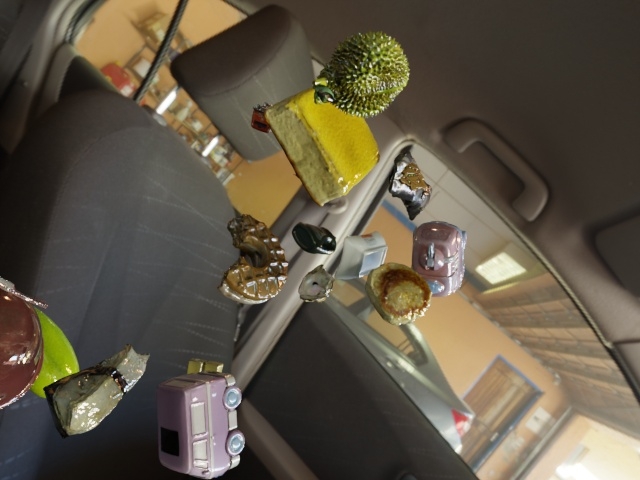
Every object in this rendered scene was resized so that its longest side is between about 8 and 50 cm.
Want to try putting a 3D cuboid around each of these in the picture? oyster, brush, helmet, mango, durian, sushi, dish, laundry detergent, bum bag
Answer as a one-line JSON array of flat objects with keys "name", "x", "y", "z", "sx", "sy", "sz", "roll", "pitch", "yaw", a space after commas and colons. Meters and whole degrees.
[{"name": "oyster", "x": -0.007, "y": 0.160, "z": 1.612, "sx": 0.163, "sy": 0.191, "sz": 0.081, "roll": -13, "pitch": -48, "yaw": 37}, {"name": "brush", "x": -0.386, "y": 0.501, "z": 1.426, "sx": 0.103, "sy": 0.233, "sz": 0.047, "roll": 9, "pitch": -4, "yaw": 7}, {"name": "helmet", "x": -0.881, "y": 0.232, "z": 1.157, "sx": 0.337, "sy": 0.230, "sz": 0.385, "roll": 17, "pitch": 43, "yaw": -34}, {"name": "mango", "x": -0.913, "y": 0.352, "z": 1.461, "sx": 0.343, "sy": 0.156, "sz": 0.192, "roll": 66, "pitch": -16, "yaw": -4}, {"name": "durian", "x": 0.085, "y": -0.340, "z": 0.929, "sx": 0.159, "sy": 0.198, "sz": 0.146, "roll": 30, "pitch": 40, "yaw": -49}, {"name": "sushi", "x": -0.523, "y": 0.359, "z": 1.121, "sx": 0.109, "sy": 0.273, "sz": 0.134, "roll": -18, "pitch": -83, "yaw": 42}, {"name": "dish", "x": 0.149, "y": 0.057, "z": 1.490, "sx": 0.077, "sy": 0.151, "sz": 0.212, "roll": 27, "pitch": 22, "yaw": 32}, {"name": "brush", "x": -0.722, "y": 0.077, "z": 0.963, "sx": 0.084, "sy": 0.071, "sz": 0.301, "roll": 32, "pitch": -15, "yaw": 40}, {"name": "laundry detergent", "x": 0.000, "y": 0.000, "z": 1.642, "sx": 0.144, "sy": 0.078, "sz": 0.221, "roll": 50, "pitch": 21, "yaw": 29}, {"name": "bum bag", "x": 0.313, "y": -0.177, "z": 1.546, "sx": 0.095, "sy": 0.144, "sz": 0.340, "roll": 23, "pitch": -8, "yaw": 32}]

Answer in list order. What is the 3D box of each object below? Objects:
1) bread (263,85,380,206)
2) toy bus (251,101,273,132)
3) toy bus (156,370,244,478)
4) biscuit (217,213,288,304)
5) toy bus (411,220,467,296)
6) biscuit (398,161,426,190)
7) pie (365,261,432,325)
[{"name": "bread", "x": 0.019, "y": -0.312, "z": 1.371, "sx": 0.143, "sy": 0.333, "sz": 0.324, "roll": -20, "pitch": -73, "yaw": 38}, {"name": "toy bus", "x": -0.167, "y": -0.392, "z": 1.433, "sx": 0.079, "sy": 0.077, "sz": 0.174, "roll": 20, "pitch": 21, "yaw": -1}, {"name": "toy bus", "x": -0.258, "y": 0.389, "z": 0.945, "sx": 0.142, "sy": 0.203, "sz": 0.142, "roll": -9, "pitch": -7, "yaw": 38}, {"name": "biscuit", "x": -0.247, "y": 0.081, "z": 1.691, "sx": 0.268, "sy": 0.115, "sz": 0.366, "roll": 35, "pitch": 41, "yaw": -30}, {"name": "toy bus", "x": 0.423, "y": 0.083, "z": 1.656, "sx": 0.197, "sy": 0.294, "sz": 0.232, "roll": 8, "pitch": 25, "yaw": 22}, {"name": "biscuit", "x": 0.251, "y": -0.174, "z": 1.210, "sx": 0.082, "sy": 0.092, "sz": 0.016, "roll": 16, "pitch": -28, "yaw": -13}, {"name": "pie", "x": 0.240, "y": 0.157, "z": 1.378, "sx": 0.205, "sy": 0.178, "sz": 0.084, "roll": 61, "pitch": -26, "yaw": 31}]
